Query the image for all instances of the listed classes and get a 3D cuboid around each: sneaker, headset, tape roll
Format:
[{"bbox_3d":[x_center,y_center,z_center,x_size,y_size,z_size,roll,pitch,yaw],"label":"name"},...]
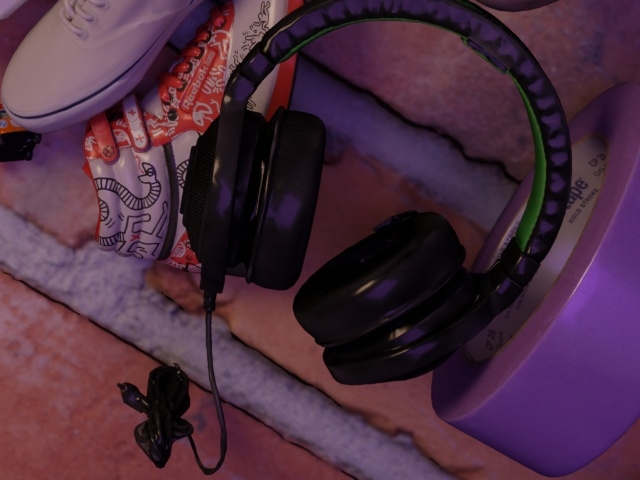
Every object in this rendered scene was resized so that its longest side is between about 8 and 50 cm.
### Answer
[{"bbox_3d":[-0.097,-0.107,1.330,0.145,0.090,0.270,7,106,-7],"label":"sneaker"},{"bbox_3d":[0.000,0.000,1.267,0.243,0.185,0.394,37,101,-9],"label":"headset"},{"bbox_3d":[-0.141,-0.183,1.280,0.258,0.091,0.094,-43,61,9],"label":"sneaker"},{"bbox_3d":[0.187,0.027,1.281,0.090,0.275,0.274,29,100,-9],"label":"tape roll"}]

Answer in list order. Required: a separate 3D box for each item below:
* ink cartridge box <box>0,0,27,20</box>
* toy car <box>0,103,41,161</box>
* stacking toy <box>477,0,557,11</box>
[{"bbox_3d":[-0.188,-0.297,1.294,0.333,0.065,0.165,-38,102,5],"label":"ink cartridge box"},{"bbox_3d":[-0.269,-0.076,1.349,0.122,0.060,0.040,-11,72,-7],"label":"toy car"},{"bbox_3d":[0.129,-0.424,1.199,0.351,0.350,0.480,-35,85,6],"label":"stacking toy"}]
